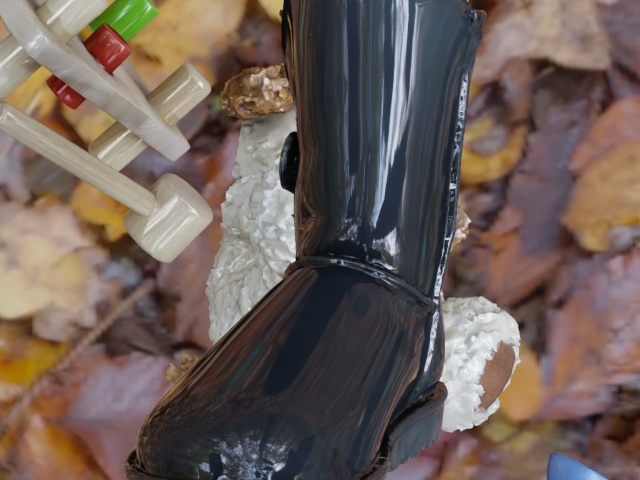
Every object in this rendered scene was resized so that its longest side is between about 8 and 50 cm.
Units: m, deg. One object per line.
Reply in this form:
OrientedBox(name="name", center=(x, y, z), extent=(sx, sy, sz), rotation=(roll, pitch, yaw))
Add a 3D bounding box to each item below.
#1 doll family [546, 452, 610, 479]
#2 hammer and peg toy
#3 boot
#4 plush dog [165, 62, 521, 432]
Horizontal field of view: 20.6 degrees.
OrientedBox(name="doll family", center=(0.105, 0.180, 0.410), extent=(0.263, 0.118, 0.163), rotation=(30, 80, 12))
OrientedBox(name="hammer and peg toy", center=(-0.211, -0.167, 1.523), extent=(0.127, 0.266, 0.361), rotation=(-41, 59, 7))
OrientedBox(name="boot", center=(-0.001, -0.007, 0.691), extent=(0.094, 0.246, 0.207), rotation=(6, 98, 19))
OrientedBox(name="plush dog", center=(0.000, 0.000, 1.214), extent=(0.262, 0.211, 0.225), rotation=(43, 41, -37))
